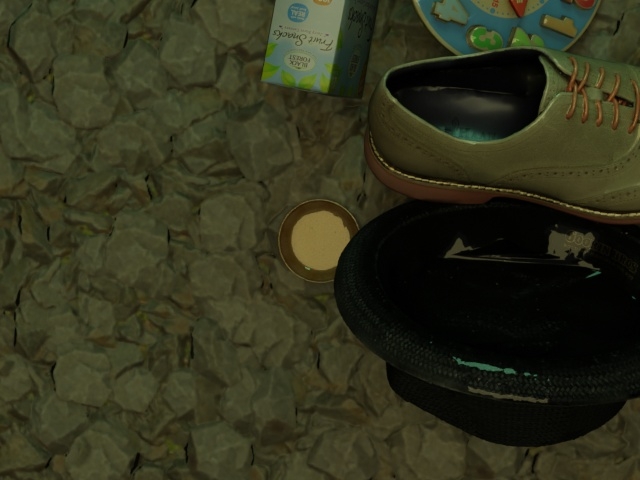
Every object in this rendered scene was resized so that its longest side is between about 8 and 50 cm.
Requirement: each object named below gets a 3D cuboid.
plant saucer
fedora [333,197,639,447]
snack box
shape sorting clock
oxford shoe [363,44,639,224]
[{"bbox_3d":[0.000,0.000,1.368,0.083,0.015,0.083,1,95,8],"label":"plant saucer"},{"bbox_3d":[0.176,0.090,1.255,0.334,0.334,0.152,8,126,8],"label":"fedora"},{"bbox_3d":[0.012,-0.238,1.265,0.070,0.174,0.207,13,98,11],"label":"snack box"},{"bbox_3d":[0.174,-0.261,1.271,0.206,0.040,0.206,-2,97,-21],"label":"shape sorting clock"},{"bbox_3d":[0.237,-0.101,1.236,0.397,0.146,0.140,-3,70,2],"label":"oxford shoe"}]
